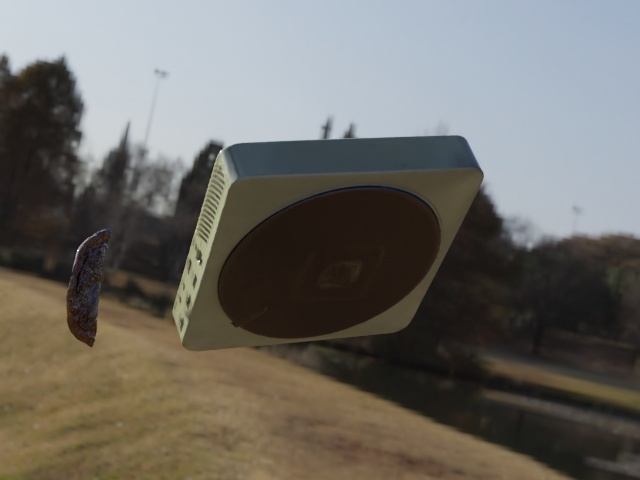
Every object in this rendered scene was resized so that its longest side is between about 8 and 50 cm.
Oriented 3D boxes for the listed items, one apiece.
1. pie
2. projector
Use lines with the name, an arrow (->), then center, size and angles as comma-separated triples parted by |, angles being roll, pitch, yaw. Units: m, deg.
pie -> -0.365, 0.063, 1.989 | 0.033, 0.191, 0.088 | 2, -16, 18
projector -> 0.000, 0.000, 1.267 | 0.259, 0.079, 0.257 | -4, -40, -24
